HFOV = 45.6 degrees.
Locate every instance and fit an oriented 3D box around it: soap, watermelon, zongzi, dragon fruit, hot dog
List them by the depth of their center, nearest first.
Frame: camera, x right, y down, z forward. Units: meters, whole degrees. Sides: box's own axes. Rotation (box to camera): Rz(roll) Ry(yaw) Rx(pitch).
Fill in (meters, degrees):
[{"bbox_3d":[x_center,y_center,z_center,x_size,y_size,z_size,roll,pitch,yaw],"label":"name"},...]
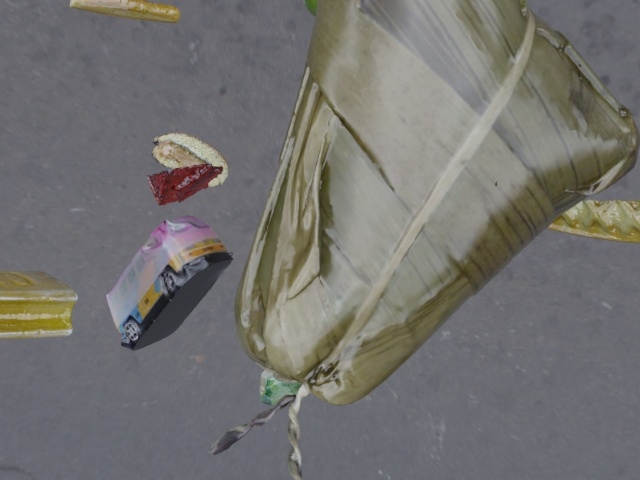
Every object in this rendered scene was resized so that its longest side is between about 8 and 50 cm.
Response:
[{"bbox_3d":[-0.020,-0.101,0.699,0.500,0.218,0.467,-43,104,-6],"label":"zongzi"},{"bbox_3d":[-0.244,-0.295,0.959,0.137,0.044,0.028,5,100,-21],"label":"hot dog"},{"bbox_3d":[-0.551,0.100,1.209,0.173,0.274,0.089,17,99,43],"label":"soap"},{"bbox_3d":[-0.047,0.220,1.416,0.121,0.098,0.158,1,47,15],"label":"watermelon"},{"bbox_3d":[-0.250,-0.107,1.446,0.131,0.097,0.063,-11,92,-31],"label":"dragon fruit"}]

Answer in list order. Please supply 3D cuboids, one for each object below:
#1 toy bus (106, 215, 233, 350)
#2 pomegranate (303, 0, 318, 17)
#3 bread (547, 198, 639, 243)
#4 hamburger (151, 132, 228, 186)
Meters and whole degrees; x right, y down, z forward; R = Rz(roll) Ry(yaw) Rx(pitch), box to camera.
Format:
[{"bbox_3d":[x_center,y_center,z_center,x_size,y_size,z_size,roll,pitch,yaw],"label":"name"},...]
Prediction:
[{"bbox_3d":[-0.374,0.093,1.821,0.162,0.171,0.386,54,130,13],"label":"toy bus"},{"bbox_3d":[0.044,-0.588,1.866,0.182,0.181,0.224,-13,100,-1],"label":"pomegranate"},{"bbox_3d":[0.500,-0.040,1.332,0.232,0.128,0.087,3,83,36],"label":"bread"},{"bbox_3d":[-0.284,-0.191,1.661,0.176,0.102,0.087,21,105,-17],"label":"hamburger"}]
